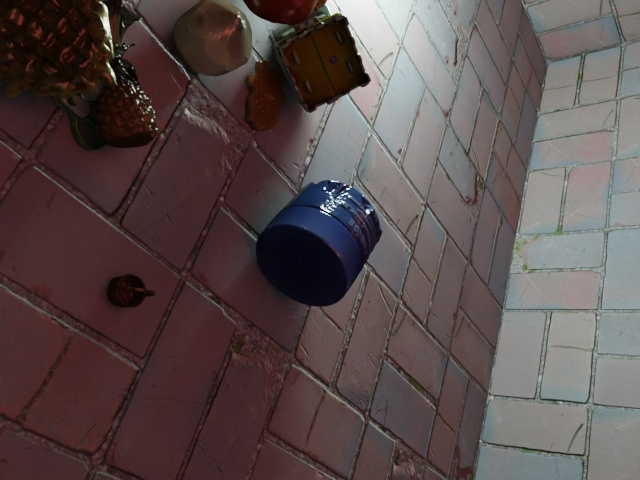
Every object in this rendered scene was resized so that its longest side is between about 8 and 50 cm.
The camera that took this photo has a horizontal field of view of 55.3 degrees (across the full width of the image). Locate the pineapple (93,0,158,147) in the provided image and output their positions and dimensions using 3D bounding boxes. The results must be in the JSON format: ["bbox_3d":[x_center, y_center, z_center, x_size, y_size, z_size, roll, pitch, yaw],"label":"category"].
[{"bbox_3d":[-0.372,-0.314,1.137,0.130,0.119,0.277,-9,84,-37],"label":"pineapple"}]

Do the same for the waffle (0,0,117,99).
[{"bbox_3d":[-0.456,-0.346,1.020,0.204,0.054,0.223,-8,85,-13],"label":"waffle"}]

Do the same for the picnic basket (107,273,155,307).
[{"bbox_3d":[-0.356,0.095,1.159,0.072,0.083,0.072,7,81,-51],"label":"picnic basket"}]

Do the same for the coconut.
[{"bbox_3d":[-0.224,-0.442,1.325,0.161,0.162,0.161,7,81,-51],"label":"coconut"}]

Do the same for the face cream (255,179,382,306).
[{"bbox_3d":[0.000,0.000,1.496,0.225,0.249,0.249,-55,127,-43],"label":"face cream"}]

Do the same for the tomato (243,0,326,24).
[{"bbox_3d":[-0.081,-0.644,1.486,0.233,0.200,0.139,-60,173,-39],"label":"tomato"}]

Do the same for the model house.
[{"bbox_3d":[0.000,-0.462,1.571,0.215,0.198,0.224,-107,171,-64],"label":"model house"}]

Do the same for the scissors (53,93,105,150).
[{"bbox_3d":[-0.459,-0.259,1.112,0.204,0.027,0.101,51,45,-39],"label":"scissors"}]

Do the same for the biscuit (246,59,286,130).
[{"bbox_3d":[-0.137,-0.361,1.540,0.133,0.027,0.184,5,84,-53],"label":"biscuit"}]
